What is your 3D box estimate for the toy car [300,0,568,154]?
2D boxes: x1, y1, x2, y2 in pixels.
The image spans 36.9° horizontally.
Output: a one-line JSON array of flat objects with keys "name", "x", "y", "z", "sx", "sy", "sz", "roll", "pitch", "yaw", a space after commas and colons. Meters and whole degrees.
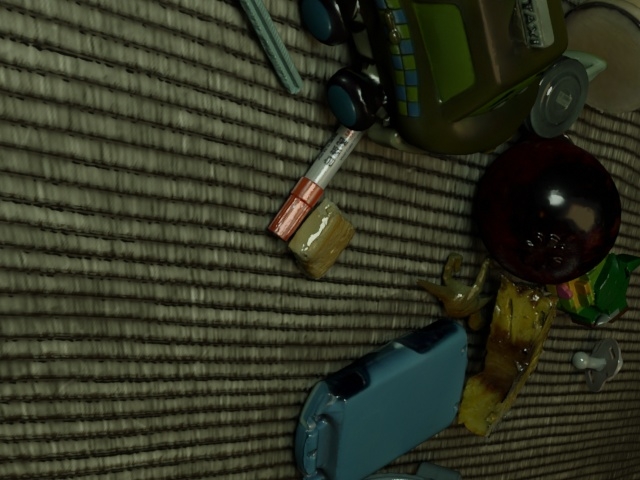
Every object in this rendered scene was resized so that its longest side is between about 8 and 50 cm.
[{"name": "toy car", "x": 0.123, "y": -0.190, "z": 0.847, "sx": 0.204, "sy": 0.198, "sz": 0.248, "roll": -32, "pitch": 120, "yaw": -26}]

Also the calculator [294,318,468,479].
[{"name": "calculator", "x": 0.085, "y": 0.199, "z": 1.179, "sx": 0.293, "sy": 0.051, "sz": 0.173, "roll": -21, "pitch": 126, "yaw": -38}]

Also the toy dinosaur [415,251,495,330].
[{"name": "toy dinosaur", "x": 0.165, "y": 0.078, "z": 1.199, "sx": 0.162, "sy": 0.039, "sz": 0.126, "roll": -19, "pitch": 127, "yaw": -37}]

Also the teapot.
[{"name": "teapot", "x": 0.254, "y": -0.174, "z": 1.099, "sx": 0.124, "sy": 0.091, "sz": 0.092, "roll": -7, "pitch": 118, "yaw": -38}]

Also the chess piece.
[{"name": "chess piece", "x": 0.416, "y": -0.277, "z": 1.180, "sx": 0.261, "sy": 0.143, "sz": 0.142, "roll": -38, "pitch": 136, "yaw": -30}]

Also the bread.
[{"name": "bread", "x": 0.000, "y": 0.000, "z": 0.970, "sx": 0.070, "sy": 0.035, "sz": 0.083, "roll": -52, "pitch": 160, "yaw": -7}]

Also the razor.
[{"name": "razor", "x": -0.056, "y": -0.192, "z": 0.797, "sx": 0.211, "sy": 0.084, "sz": 0.036, "roll": 52, "pitch": 45, "yaw": -58}]

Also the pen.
[{"name": "pen", "x": 0.024, "y": -0.100, "z": 0.951, "sx": 0.239, "sy": 0.028, "sz": 0.028, "roll": -54, "pitch": 140, "yaw": -7}]

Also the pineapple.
[{"name": "pineapple", "x": 0.252, "y": 0.141, "z": 1.277, "sx": 0.135, "sy": 0.079, "sz": 0.233, "roll": -19, "pitch": 132, "yaw": -58}]

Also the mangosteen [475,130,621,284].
[{"name": "mangosteen", "x": 0.275, "y": -0.046, "z": 1.154, "sx": 0.200, "sy": 0.200, "sz": 0.200, "roll": -25, "pitch": 129, "yaw": -35}]

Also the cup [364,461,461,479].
[{"name": "cup", "x": 0.116, "y": 0.476, "z": 1.223, "sx": 0.331, "sy": 0.257, "sz": 0.311, "roll": -16, "pitch": 123, "yaw": -38}]

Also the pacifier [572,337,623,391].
[{"name": "pacifier", "x": 0.441, "y": 0.194, "z": 1.549, "sx": 0.078, "sy": 0.081, "sz": 0.099, "roll": 11, "pitch": 132, "yaw": -15}]

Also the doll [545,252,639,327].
[{"name": "doll", "x": 0.362, "y": 0.035, "z": 1.325, "sx": 0.186, "sy": 0.106, "sz": 0.134, "roll": 37, "pitch": 80, "yaw": -34}]
